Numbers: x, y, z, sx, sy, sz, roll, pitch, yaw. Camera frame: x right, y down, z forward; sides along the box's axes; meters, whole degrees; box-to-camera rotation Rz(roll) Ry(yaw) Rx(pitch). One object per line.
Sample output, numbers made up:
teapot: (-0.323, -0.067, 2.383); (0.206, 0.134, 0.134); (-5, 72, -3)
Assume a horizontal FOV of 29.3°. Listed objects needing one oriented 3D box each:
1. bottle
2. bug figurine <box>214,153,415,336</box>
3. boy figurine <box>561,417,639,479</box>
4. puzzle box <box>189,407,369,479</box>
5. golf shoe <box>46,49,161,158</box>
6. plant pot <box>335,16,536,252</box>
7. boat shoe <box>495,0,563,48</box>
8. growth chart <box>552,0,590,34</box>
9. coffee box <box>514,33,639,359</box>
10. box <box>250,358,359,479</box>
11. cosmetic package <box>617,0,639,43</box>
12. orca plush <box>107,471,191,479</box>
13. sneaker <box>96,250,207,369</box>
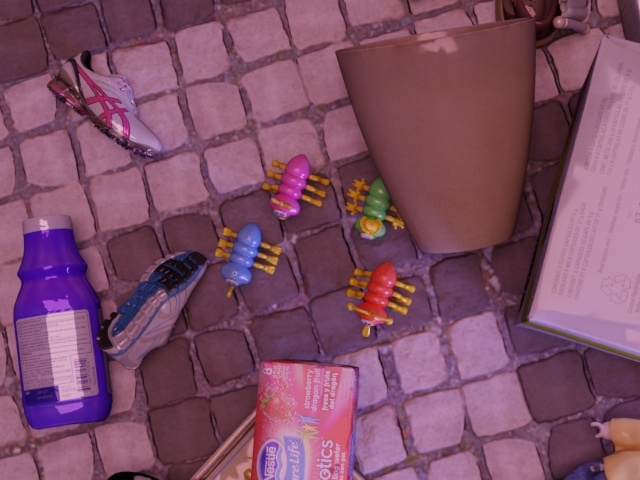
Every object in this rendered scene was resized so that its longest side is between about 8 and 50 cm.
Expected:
bottle: (-0.353, 0.109, 1.647); (0.118, 0.092, 0.282); (-9, 84, 0)
bug figurine: (0.000, 0.000, 1.642); (0.279, 0.072, 0.216); (15, 86, 6)
boy figurine: (0.412, 0.303, 1.574); (0.285, 0.092, 0.177); (-29, 83, 0)
puzzle box: (-0.103, 0.437, 1.619); (0.272, 0.052, 0.409); (42, 89, 7)
golf shoe: (-0.285, -0.187, 1.683); (0.186, 0.067, 0.086); (39, 87, 7)
plant pot: (0.166, -0.130, 1.573); (0.257, 0.256, 0.274); (-9, 100, 3)
boat shoe: (0.277, -0.435, 1.637); (0.123, 0.123, 0.342); (-1, 85, 4)
growth chart: (0.334, -0.386, 1.613); (0.021, 0.172, 0.237); (-2, 89, 26)
coffee box: (0.444, -0.011, 1.479); (0.338, 0.334, 0.337); (16, 87, 8)
box: (-0.021, 0.279, 1.537); (0.123, 0.128, 0.256); (4, 85, 5)
cosmetic package: (0.439, -0.349, 1.622); (0.086, 0.117, 0.231); (-9, 85, 3)
orca plush: (-0.175, 0.407, 1.549); (0.151, 0.102, 0.287); (-34, 83, 1)
sneaker: (-0.218, 0.096, 1.659); (0.071, 0.083, 0.190); (25, 64, 42)
